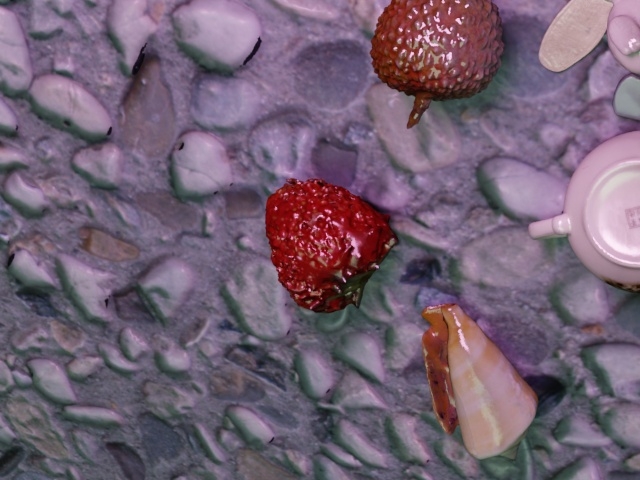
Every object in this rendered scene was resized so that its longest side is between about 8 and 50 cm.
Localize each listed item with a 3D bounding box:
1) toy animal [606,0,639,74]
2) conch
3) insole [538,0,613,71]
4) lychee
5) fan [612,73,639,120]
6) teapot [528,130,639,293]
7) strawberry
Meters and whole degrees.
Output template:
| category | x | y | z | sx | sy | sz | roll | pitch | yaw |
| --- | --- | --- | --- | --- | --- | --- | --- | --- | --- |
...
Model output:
| category | x | y | z | sx | sy | sz | roll | pitch | yaw |
| --- | --- | --- | --- | --- | --- | --- | --- | --- | --- |
| toy animal | 0.471 | -0.229 | 1.221 | 0.325 | 0.154 | 0.208 | -1 | 102 | 0 |
| conch | 0.245 | 0.208 | 1.650 | 0.158 | 0.127 | 0.255 | -5 | 101 | 59 |
| insole | 0.326 | -0.280 | 1.330 | 0.063 | 0.010 | 0.192 | 30 | 129 | 1 |
| lychee | 0.142 | -0.231 | 1.343 | 0.165 | 0.165 | 0.197 | 11 | 94 | 16 |
| fan | 0.497 | -0.141 | 1.346 | 0.282 | 0.023 | 0.057 | 18 | 119 | 11 |
| teapot | 0.401 | -0.036 | 1.391 | 0.298 | 0.139 | 0.204 | -5 | 93 | 29 |
| strawberry | 0.000 | 0.000 | 1.562 | 0.201 | 0.187 | 0.184 | 43 | 95 | 11 |
